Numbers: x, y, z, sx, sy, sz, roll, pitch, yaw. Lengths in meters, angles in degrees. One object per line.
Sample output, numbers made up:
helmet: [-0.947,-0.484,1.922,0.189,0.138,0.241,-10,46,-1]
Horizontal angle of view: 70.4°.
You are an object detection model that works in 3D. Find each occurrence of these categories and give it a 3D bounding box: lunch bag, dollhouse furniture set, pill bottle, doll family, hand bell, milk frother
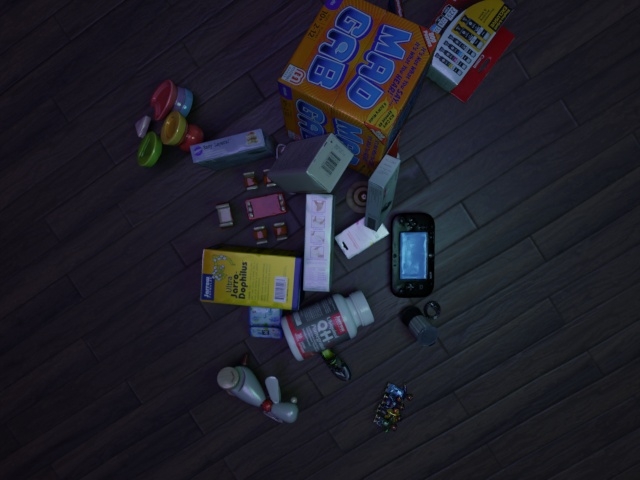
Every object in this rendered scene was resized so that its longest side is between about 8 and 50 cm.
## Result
lunch bag: [-0.208,0.307,1.744,0.128,0.096,0.152,3,109,1]
dollhouse furniture set: [-0.258,-0.118,1.712,0.258,0.135,0.262,-11,94,-7]
pill bottle: [0.028,0.303,1.674,0.318,0.176,0.177,-24,93,-2]
doll family: [0.284,0.641,1.744,0.111,0.076,0.193,23,93,7]
hand bell: [0.150,-0.156,1.603,0.126,0.242,0.126,0,95,5]
milk frother: [0.398,0.301,1.676,0.129,0.135,0.143,34,100,-30]

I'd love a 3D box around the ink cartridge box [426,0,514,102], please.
ink cartridge box: [0.508,-0.696,1.591,0.271,0.130,0.310,36,96,-1]

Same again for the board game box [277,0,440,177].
board game box: [0.114,-0.483,1.464,0.356,0.356,0.357,28,79,6]

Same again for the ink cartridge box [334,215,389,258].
ink cartridge box: [0.154,-0.021,1.703,0.181,0.061,0.104,-33,92,5]

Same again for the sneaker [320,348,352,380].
sneaker: [0.049,0.468,1.742,0.067,0.078,0.188,-37,92,6]

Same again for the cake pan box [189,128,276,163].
cake pan box: [-0.306,-0.317,1.621,0.266,0.246,0.070,-13,90,6]

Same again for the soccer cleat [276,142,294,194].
soccer cleat: [-0.131,-0.266,1.696,0.068,0.076,0.197,-14,94,5]

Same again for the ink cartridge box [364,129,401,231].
ink cartridge box: [0.231,-0.194,1.540,0.060,0.275,0.239,27,66,16]

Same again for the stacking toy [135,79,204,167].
stacking toy: [-0.550,-0.406,1.670,0.279,0.130,0.309,-37,55,29]

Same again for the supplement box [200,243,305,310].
supplement box: [-0.237,0.129,1.676,0.355,0.194,0.196,5,95,3]

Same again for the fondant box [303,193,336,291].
fondant box: [0.000,0.000,1.627,0.096,0.238,0.331,1,95,4]

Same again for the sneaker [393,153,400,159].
sneaker: [0.151,-0.362,1.669,0.280,0.106,0.163,2,85,-2]

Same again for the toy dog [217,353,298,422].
toy dog: [-0.226,0.552,1.731,0.333,0.220,0.161,31,64,-6]

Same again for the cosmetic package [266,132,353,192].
cosmetic package: [-0.043,-0.253,1.531,0.113,0.309,0.160,38,77,-26]

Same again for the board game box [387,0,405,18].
board game box: [0.282,-0.718,1.597,0.027,0.145,0.282,-12,94,2]

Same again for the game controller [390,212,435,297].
game controller: [0.344,0.056,1.695,0.166,0.067,0.320,0,95,4]
